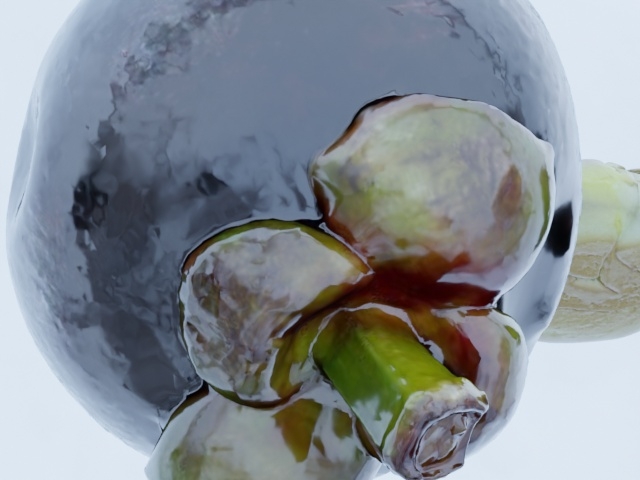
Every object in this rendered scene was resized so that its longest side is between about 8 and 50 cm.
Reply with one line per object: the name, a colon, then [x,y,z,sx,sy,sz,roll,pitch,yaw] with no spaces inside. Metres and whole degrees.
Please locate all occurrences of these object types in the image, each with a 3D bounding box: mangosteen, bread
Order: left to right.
mangosteen: [0.000,0.000,0.846,0.275,0.302,0.275,-9,123,-14]
bread: [0.220,0.005,1.657,0.213,0.105,0.213,-5,138,-4]
